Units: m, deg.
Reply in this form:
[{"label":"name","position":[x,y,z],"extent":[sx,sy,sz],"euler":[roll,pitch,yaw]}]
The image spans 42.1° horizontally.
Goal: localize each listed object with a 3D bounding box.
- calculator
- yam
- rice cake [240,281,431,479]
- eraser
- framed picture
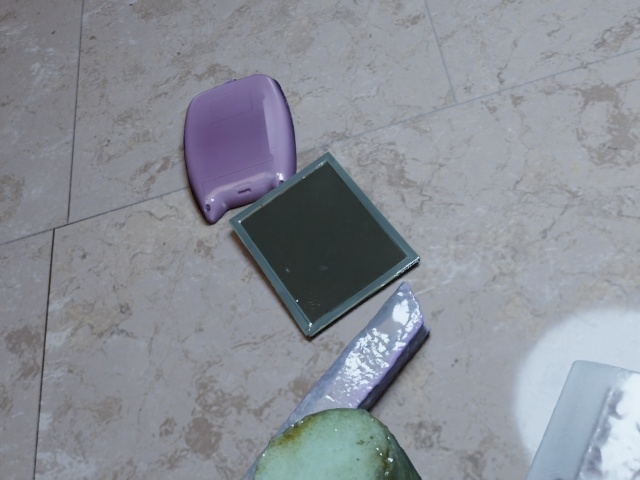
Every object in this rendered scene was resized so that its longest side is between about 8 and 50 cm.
[{"label":"calculator","position":[-0.141,-0.173,1.403],"extent":[0.194,0.043,0.294],"euler":[-18,55,9]},{"label":"yam","position":[0.049,0.303,0.894],"extent":[0.161,0.268,0.161],"euler":[-19,39,16]},{"label":"rice cake","position":[0.012,0.226,1.069],"extent":[0.070,0.064,0.399],"euler":[34,74,24]},{"label":"eraser","position":[0.314,0.279,0.904],"extent":[0.174,0.095,0.270],"euler":[16,64,31]},{"label":"framed picture","position":[0.000,0.000,1.243],"extent":[0.197,0.014,0.252],"euler":[-35,58,-4]}]
